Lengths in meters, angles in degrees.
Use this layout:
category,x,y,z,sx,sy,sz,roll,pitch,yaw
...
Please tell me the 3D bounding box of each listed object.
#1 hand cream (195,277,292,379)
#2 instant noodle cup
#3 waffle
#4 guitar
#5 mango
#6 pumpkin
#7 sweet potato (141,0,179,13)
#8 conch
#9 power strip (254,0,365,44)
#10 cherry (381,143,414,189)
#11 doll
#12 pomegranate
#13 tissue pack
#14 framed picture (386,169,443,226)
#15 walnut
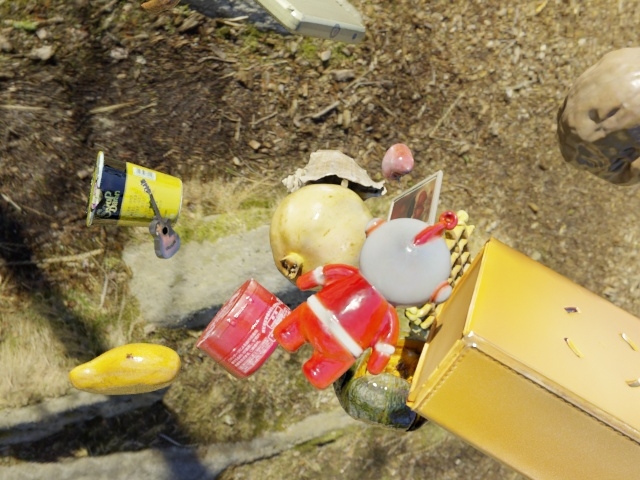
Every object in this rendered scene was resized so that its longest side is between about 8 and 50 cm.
category,x,y,z,sx,sy,sz,roll,pitch,yaw
hand cream,-0.185,0.220,1.342,0.149,0.230,0.230,38,79,-8
instant noodle cup,-0.521,-0.125,1.514,0.236,0.215,0.215,9,99,-26
waffle,0.300,0.088,1.292,0.281,0.058,0.300,-27,126,-41
guitar,-0.439,-0.058,1.452,0.088,0.025,0.233,-55,139,-50
mango,-0.535,0.359,1.505,0.295,0.120,0.177,-3,146,-1
pumpkin,0.187,0.373,1.488,0.320,0.320,0.192,-20,134,-29
sweet potato,-0.436,-0.719,1.563,0.058,0.255,0.078,9,64,-54
conch,0.030,-0.193,1.661,0.263,0.324,0.186,6,73,-76
power strip,-0.007,-0.258,0.619,0.169,0.076,0.028,-23,154,-55
cherry,0.230,-0.236,1.635,0.087,0.126,0.106,22,128,-33
doll,0.060,0.053,0.602,0.245,0.142,0.076,-43,161,-4
pomegranate,0.000,0.000,1.477,0.319,0.319,0.319,-11,109,-32
tissue pack,0.255,0.155,0.573,0.194,0.274,0.145,-49,167,-56
framed picture,0.311,-0.099,1.861,0.020,0.289,0.211,25,64,-19
walnut,0.568,-0.224,0.968,0.227,0.273,0.273,-54,127,-26
